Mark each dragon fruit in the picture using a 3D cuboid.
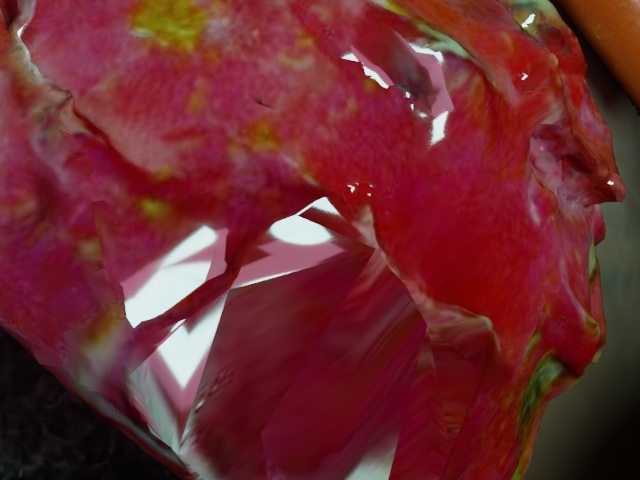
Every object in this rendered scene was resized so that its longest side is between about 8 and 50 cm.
[{"bbox_3d":[0.000,0.000,0.527,0.163,0.189,0.261,-31,128,28],"label":"dragon fruit"}]

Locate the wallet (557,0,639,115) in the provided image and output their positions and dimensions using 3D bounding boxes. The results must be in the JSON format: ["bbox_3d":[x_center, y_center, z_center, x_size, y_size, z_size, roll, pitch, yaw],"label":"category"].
[{"bbox_3d":[0.100,-0.161,0.623,0.142,0.045,0.204,-43,111,-9],"label":"wallet"}]
